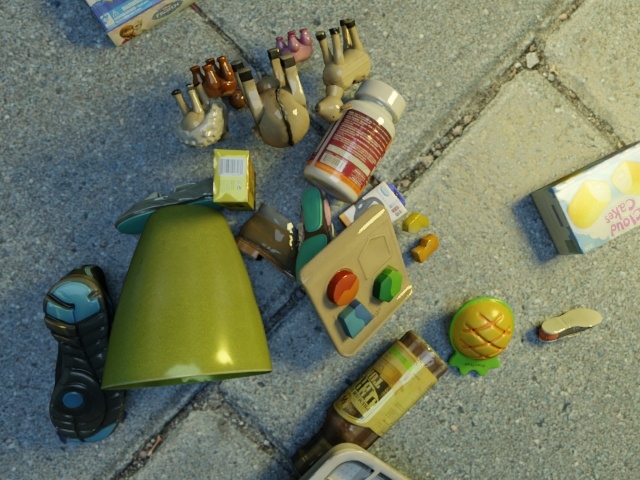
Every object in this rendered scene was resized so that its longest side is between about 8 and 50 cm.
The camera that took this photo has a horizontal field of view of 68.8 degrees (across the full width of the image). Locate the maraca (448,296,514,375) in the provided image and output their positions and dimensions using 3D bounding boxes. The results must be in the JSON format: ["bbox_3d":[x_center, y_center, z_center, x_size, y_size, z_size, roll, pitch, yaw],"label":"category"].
[{"bbox_3d":[0.321,0.195,0.941,0.127,0.099,0.185,4,113,3],"label":"maraca"}]

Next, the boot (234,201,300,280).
[{"bbox_3d":[-0.055,0.015,0.916,0.219,0.082,0.106,28,88,-2],"label":"boot"}]

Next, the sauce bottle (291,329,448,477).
[{"bbox_3d":[0.091,0.327,0.902,0.344,0.111,0.111,-44,92,-5],"label":"sauce bottle"}]

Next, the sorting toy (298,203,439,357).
[{"bbox_3d":[0.114,0.051,0.873,0.307,0.041,0.229,-42,128,-21],"label":"sorting toy"}]

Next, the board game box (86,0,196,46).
[{"bbox_3d":[-0.359,-0.604,0.917,0.319,0.066,0.318,-34,91,-6],"label":"board game box"}]

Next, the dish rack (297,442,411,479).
[{"bbox_3d":[0.064,0.521,0.862,0.333,0.072,0.285,40,97,-19],"label":"dish rack"}]

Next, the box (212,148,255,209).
[{"bbox_3d":[-0.149,-0.101,0.834,0.058,0.232,0.087,1,89,-5],"label":"box"}]

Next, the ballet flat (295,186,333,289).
[{"bbox_3d":[0.000,0.000,0.892,0.077,0.079,0.221,-19,54,28],"label":"ballet flat"}]

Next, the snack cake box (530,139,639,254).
[{"bbox_3d":[0.603,-0.093,0.979,0.264,0.089,0.152,-26,90,-6],"label":"snack cake box"}]

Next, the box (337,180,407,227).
[{"bbox_3d":[0.113,-0.059,0.962,0.136,0.028,0.081,-39,92,-4],"label":"box"}]

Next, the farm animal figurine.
[{"bbox_3d":[-0.065,-0.253,0.835,0.330,0.327,0.172,-12,121,8],"label":"farm animal figurine"}]

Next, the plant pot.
[{"bbox_3d":[-0.232,0.096,0.823,0.275,0.275,0.293,-5,73,-6],"label":"plant pot"}]

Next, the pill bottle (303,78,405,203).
[{"bbox_3d":[0.070,-0.194,0.915,0.121,0.121,0.221,32,85,-4],"label":"pill bottle"}]

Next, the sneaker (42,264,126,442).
[{"bbox_3d":[-0.419,0.209,0.861,0.125,0.139,0.341,3,107,-15],"label":"sneaker"}]

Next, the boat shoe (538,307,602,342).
[{"bbox_3d":[0.525,0.181,0.986,0.137,0.049,0.043,-15,132,-8],"label":"boat shoe"}]

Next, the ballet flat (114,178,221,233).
[{"bbox_3d":[-0.293,-0.070,0.912,0.213,0.072,0.068,-16,62,-7],"label":"ballet flat"}]
